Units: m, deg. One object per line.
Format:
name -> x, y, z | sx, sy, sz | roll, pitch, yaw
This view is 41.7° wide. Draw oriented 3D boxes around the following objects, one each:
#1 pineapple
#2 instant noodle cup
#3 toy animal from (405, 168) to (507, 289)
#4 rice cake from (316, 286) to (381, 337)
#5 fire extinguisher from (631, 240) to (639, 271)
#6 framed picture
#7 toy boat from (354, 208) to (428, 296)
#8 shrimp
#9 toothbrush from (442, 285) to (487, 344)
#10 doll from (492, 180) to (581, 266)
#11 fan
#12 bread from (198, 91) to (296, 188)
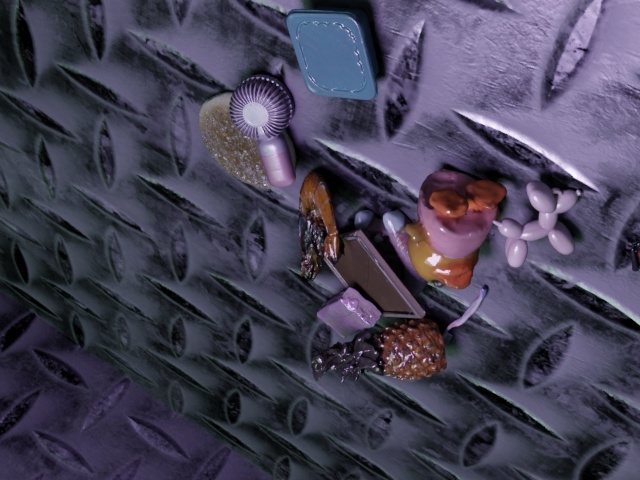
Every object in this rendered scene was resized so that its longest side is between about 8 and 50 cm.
pineapple -> 0.130, 0.264, 1.953 | 0.310, 0.170, 0.141 | -9, 106, -1
instant noodle cup -> 0.033, -0.345, 1.515 | 0.157, 0.070, 0.179 | 13, 137, 33
toy animal -> 0.245, -0.013, 1.622 | 0.281, 0.195, 0.169 | 92, 160, -45
rice cake -> 0.064, 0.178, 2.049 | 0.106, 0.050, 0.298 | 41, 163, -1
fire extinguisher -> 0.567, 0.032, 1.483 | 0.100, 0.032, 0.046 | 59, 176, -27
framed picture -> 0.097, 0.080, 1.883 | 0.232, 0.024, 0.315 | 52, 164, -9
toy boat -> 0.153, 0.035, 1.826 | 0.155, 0.085, 0.227 | 1, 130, 42
shrimp -> 0.000, 0.000, 1.841 | 0.222, 0.054, 0.290 | -119, 27, -47
toothbrush -> 0.319, 0.171, 1.881 | 0.027, 0.021, 0.269 | 24, 146, 1
doll -> 0.394, -0.035, 1.507 | 0.161, 0.059, 0.160 | -16, 128, 14
fan -> -0.108, -0.223, 1.752 | 0.130, 0.074, 0.244 | -5, 119, 20
bread -> -0.170, -0.217, 1.884 | 0.267, 0.040, 0.267 | 25, 144, 20
